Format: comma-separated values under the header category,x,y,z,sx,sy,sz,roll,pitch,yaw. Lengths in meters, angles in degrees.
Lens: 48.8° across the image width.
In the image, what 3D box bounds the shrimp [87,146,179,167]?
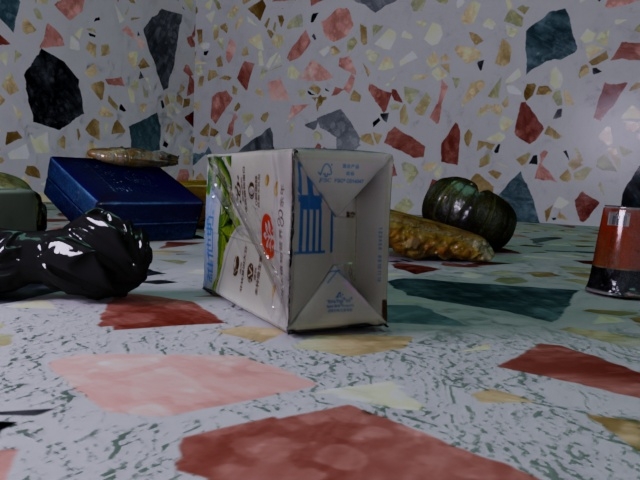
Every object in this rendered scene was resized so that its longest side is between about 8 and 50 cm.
category,x,y,z,sx,sy,sz,roll,pitch,yaw
shrimp,-0.462,-0.208,1.745,0.223,0.048,0.126,2,10,-30

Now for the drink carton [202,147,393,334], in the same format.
category,x,y,z,sx,sy,sz,roll,pitch,yaw
drink carton,-0.041,-0.013,0.869,0.132,0.194,0.324,1,5,-26

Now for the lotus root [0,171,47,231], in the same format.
category,x,y,z,sx,sy,sz,roll,pitch,yaw
lotus root,-0.681,-0.049,1.325,0.309,0.173,0.173,-10,11,-32

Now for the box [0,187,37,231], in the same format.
category,x,y,z,sx,sy,sz,roll,pitch,yaw
box,-0.539,-0.016,1.064,0.147,0.129,0.210,4,6,32

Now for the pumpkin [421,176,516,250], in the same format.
category,x,y,z,sx,sy,sz,roll,pitch,yaw
pumpkin,0.353,-0.057,1.697,0.237,0.159,0.238,23,3,-1

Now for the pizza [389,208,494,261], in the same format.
category,x,y,z,sx,sy,sz,roll,pitch,yaw
pizza,0.207,-0.014,1.517,0.268,0.087,0.258,12,9,-8

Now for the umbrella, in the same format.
category,x,y,z,sx,sy,sz,roll,pitch,yaw
umbrella,-0.382,0.020,0.878,0.339,0.118,0.118,2,5,-3

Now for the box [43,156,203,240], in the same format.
category,x,y,z,sx,sy,sz,roll,pitch,yaw
box,-0.469,-0.102,1.686,0.278,0.116,0.261,-4,31,-44

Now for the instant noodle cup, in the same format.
category,x,y,z,sx,sy,sz,roll,pitch,yaw
instant noodle cup,0.476,0.015,1.084,0.127,0.136,0.127,2,4,0

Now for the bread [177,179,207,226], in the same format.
category,x,y,z,sx,sy,sz,roll,pitch,yaw
bread,-0.359,-0.110,2.097,0.269,0.143,0.195,0,8,-1
